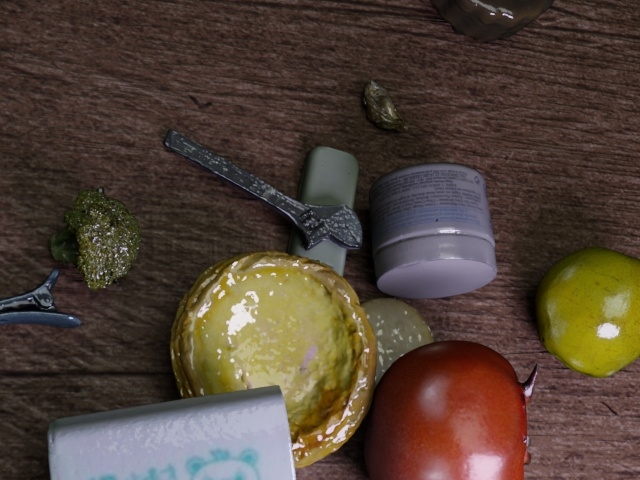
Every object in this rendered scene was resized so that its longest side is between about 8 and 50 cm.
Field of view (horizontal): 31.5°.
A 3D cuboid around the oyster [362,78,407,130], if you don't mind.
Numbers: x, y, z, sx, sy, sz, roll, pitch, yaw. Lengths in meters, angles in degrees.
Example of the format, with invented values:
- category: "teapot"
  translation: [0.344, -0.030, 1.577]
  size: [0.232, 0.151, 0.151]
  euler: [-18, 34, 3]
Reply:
- category: "oyster"
  translation: [0.097, -0.209, 1.786]
  size: [0.080, 0.038, 0.083]
  euler: [25, 37, -23]

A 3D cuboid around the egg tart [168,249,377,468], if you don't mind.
- category: "egg tart"
  translation: [-0.063, 0.158, 1.502]
  size: [0.294, 0.123, 0.294]
  euler: [1, 84, -11]

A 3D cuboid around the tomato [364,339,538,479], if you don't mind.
- category: "tomato"
  translation: [0.173, 0.260, 1.509]
  size: [0.224, 0.256, 0.256]
  euler: [6, 68, -6]

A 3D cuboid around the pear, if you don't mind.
- category: "pear"
  translation: [0.415, 0.107, 1.708]
  size: [0.198, 0.198, 0.198]
  euler: [8, 67, -20]

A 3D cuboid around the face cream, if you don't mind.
- category: "face cream"
  translation: [0.161, -0.013, 1.645]
  size: [0.177, 0.177, 0.153]
  euler: [6, 67, -21]

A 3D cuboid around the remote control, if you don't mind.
- category: "remote control"
  translation: [-0.001, 0.000, 1.651]
  size: [0.090, 0.038, 0.310]
  euler: [15, 65, -13]

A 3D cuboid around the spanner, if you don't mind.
- category: "spanner"
  translation: [-0.082, -0.072, 1.626]
  size: [0.325, 0.026, 0.093]
  euler: [31, 63, 2]

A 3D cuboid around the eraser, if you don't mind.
- category: "eraser"
  translation: [-0.176, 0.289, 1.372]
  size: [0.290, 0.104, 0.189]
  euler: [-8, 97, -7]

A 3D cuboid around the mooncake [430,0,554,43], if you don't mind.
- category: "mooncake"
  translation: [0.278, -0.440, 1.893]
  size: [0.228, 0.124, 0.228]
  euler: [5, 70, -15]

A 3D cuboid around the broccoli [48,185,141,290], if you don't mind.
- category: "broccoli"
  translation: [-0.296, -0.002, 1.492]
  size: [0.120, 0.130, 0.131]
  euler: [-16, 108, 13]

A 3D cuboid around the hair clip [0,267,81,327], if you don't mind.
- category: "hair clip"
  translation: [-0.446, 0.115, 1.426]
  size: [0.275, 0.048, 0.083]
  euler: [-20, 80, -23]

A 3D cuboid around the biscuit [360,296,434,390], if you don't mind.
- category: "biscuit"
  translation: [0.099, 0.152, 1.645]
  size: [0.152, 0.020, 0.152]
  euler: [8, 67, -20]
